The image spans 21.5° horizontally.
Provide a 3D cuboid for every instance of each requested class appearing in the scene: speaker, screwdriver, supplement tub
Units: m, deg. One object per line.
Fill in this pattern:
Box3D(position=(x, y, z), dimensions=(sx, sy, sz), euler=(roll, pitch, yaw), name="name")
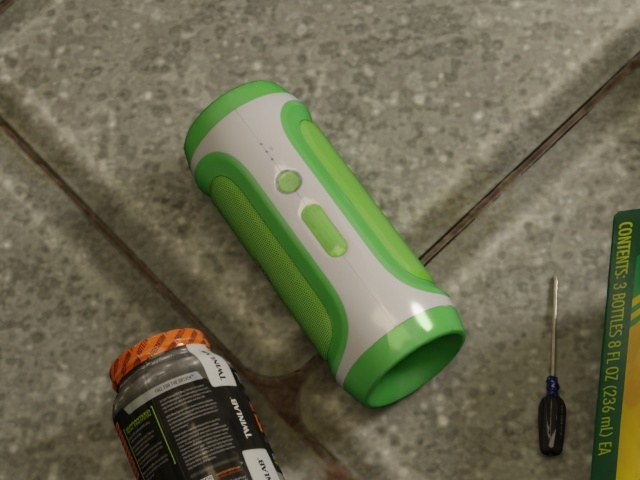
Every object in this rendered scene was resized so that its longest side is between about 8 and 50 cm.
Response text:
Box3D(position=(0.000, 0.000, 1.491), dimensions=(0.131, 0.131, 0.296), euler=(-34, 68, -6), name="speaker")
Box3D(position=(0.201, 0.106, 1.479), dimensions=(0.025, 0.024, 0.170), euler=(9, 65, -19), name="screwdriver")
Box3D(position=(-0.105, 0.178, 1.441), dimensions=(0.117, 0.117, 0.190), euler=(-25, 68, -2), name="supplement tub")

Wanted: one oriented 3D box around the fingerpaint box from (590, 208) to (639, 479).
Box3D(position=(0.395, 0.182, 1.258), dimensions=(0.371, 0.163, 0.445), euler=(-8, 64, 39), name="fingerpaint box")
